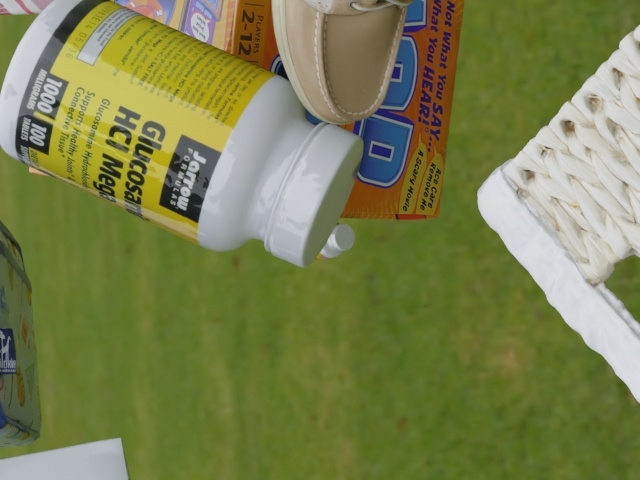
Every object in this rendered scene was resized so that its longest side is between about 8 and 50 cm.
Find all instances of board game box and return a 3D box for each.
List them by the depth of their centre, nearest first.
[{"bbox_3d":[-0.085,-0.227,2.119,0.356,0.356,0.356,13,99,45],"label":"board game box"}]

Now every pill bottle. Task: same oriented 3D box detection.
[{"bbox_3d":[-0.135,-0.104,1.779,0.188,0.334,0.188,-62,-11,-20],"label":"pill bottle"},{"bbox_3d":[0.000,0.000,2.041,0.083,0.043,0.043,-8,89,49],"label":"pill bottle"}]

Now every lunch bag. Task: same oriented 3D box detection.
[{"bbox_3d":[-0.345,0.078,1.764,0.303,0.115,0.243,98,168,-76],"label":"lunch bag"}]

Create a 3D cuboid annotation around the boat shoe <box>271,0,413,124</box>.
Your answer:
[{"bbox_3d":[0.035,-0.249,1.566,0.110,0.122,0.341,33,133,45],"label":"boat shoe"}]

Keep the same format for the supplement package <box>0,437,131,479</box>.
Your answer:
[{"bbox_3d":[-0.265,0.332,1.740,0.262,0.199,0.198,100,159,-70],"label":"supplement package"}]

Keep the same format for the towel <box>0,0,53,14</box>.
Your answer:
[{"bbox_3d":[-0.444,-0.354,2.104,0.329,0.037,0.237,7,146,48],"label":"towel"}]

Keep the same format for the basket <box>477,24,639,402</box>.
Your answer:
[{"bbox_3d":[0.358,-0.019,1.280,0.328,0.331,0.266,52,129,22],"label":"basket"}]
